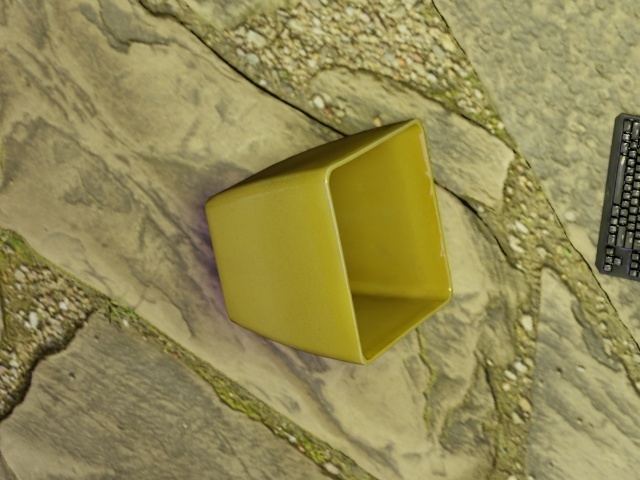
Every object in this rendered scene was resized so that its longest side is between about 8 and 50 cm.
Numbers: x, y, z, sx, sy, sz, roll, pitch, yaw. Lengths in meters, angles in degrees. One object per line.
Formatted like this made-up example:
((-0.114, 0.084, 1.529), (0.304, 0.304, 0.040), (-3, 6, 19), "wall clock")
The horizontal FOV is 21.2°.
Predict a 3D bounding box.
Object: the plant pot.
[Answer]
((0.000, 0.000, 1.851), (0.187, 0.212, 0.212), (-2, 107, 33), "plant pot")

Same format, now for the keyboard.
((0.354, -0.041, 1.808), (0.108, 0.023, 0.180), (10, 111, 15), "keyboard")
